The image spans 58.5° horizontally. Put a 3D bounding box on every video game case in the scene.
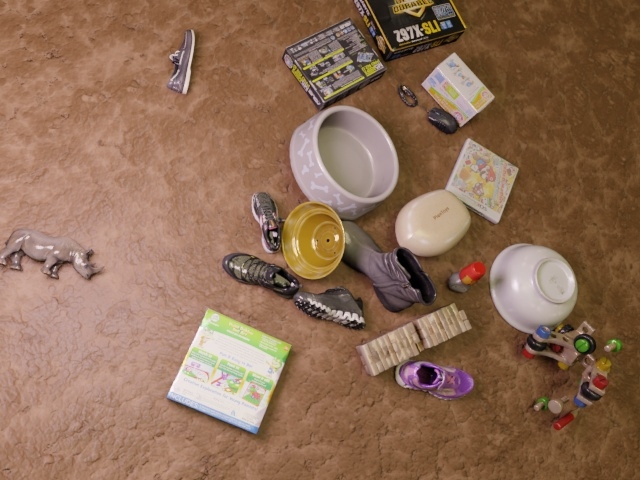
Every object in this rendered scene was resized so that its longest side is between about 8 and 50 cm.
[{"bbox_3d":[0.534,-0.198,1.893,0.207,0.026,0.226,30,68,-7],"label":"video game case"}]

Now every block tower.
[{"bbox_3d":[0.261,0.280,1.636,0.336,0.097,0.090,-20,81,-23],"label":"block tower"}]

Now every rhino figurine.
[{"bbox_3d":[-0.668,0.038,1.438,0.244,0.073,0.106,15,74,-14],"label":"rhino figurine"}]

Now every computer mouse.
[{"bbox_3d":[0.361,-0.441,1.904,0.242,0.041,0.071,35,68,-4],"label":"computer mouse"}]

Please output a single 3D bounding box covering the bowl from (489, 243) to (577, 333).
[{"bbox_3d":[0.691,0.137,1.784,0.298,0.134,0.297,4,73,-15],"label":"bowl"}]

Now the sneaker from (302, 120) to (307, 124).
[{"bbox_3d":[0.004,-0.310,1.748,0.152,0.058,0.084,29,77,0],"label":"sneaker"}]

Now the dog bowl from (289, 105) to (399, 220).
[{"bbox_3d":[0.084,-0.237,1.677,0.349,0.102,0.348,12,67,-31],"label":"dog bowl"}]

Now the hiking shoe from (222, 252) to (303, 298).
[{"bbox_3d":[-0.155,0.083,1.555,0.227,0.114,0.086,21,69,-10],"label":"hiking shoe"}]

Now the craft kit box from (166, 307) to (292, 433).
[{"bbox_3d":[-0.235,0.339,1.490,0.250,0.061,0.246,26,71,-8],"label":"craft kit box"}]

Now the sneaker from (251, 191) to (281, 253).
[{"bbox_3d":[-0.139,-0.052,1.598,0.072,0.077,0.178,-19,94,-15],"label":"sneaker"}]

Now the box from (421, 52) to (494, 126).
[{"bbox_3d":[0.458,-0.500,1.910,0.103,0.114,0.203,-42,89,-24],"label":"box"}]

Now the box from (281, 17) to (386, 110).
[{"bbox_3d":[0.046,-0.568,1.837,0.270,0.060,0.216,-34,87,-22],"label":"box"}]

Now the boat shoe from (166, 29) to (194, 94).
[{"bbox_3d":[-0.411,-0.533,1.681,0.065,0.075,0.205,8,77,-18],"label":"boat shoe"}]

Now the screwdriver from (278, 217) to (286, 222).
[{"bbox_3d":[-0.099,-0.059,1.661,0.170,0.025,0.024,2,74,-13],"label":"screwdriver"}]

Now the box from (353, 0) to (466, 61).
[{"bbox_3d":[0.308,-0.778,1.969,0.322,0.079,0.257,-22,83,-21],"label":"box"}]

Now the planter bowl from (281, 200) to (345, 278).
[{"bbox_3d":[0.000,0.000,1.615,0.090,0.217,0.217,2,69,-56],"label":"planter bowl"}]

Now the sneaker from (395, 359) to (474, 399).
[{"bbox_3d":[0.336,0.393,1.618,0.237,0.104,0.095,14,69,-14],"label":"sneaker"}]

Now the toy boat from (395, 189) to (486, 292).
[{"bbox_3d":[0.365,0.010,1.732,0.268,0.148,0.318,-28,76,-27],"label":"toy boat"}]

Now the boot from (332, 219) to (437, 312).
[{"bbox_3d":[0.179,0.049,1.607,0.338,0.223,0.118,46,68,0],"label":"boot"}]

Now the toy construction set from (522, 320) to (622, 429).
[{"bbox_3d":[0.765,0.383,1.707,0.237,0.258,0.308,-9,109,-42],"label":"toy construction set"}]

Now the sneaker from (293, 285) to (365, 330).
[{"bbox_3d":[0.028,0.170,1.598,0.235,0.078,0.106,22,59,-25],"label":"sneaker"}]
